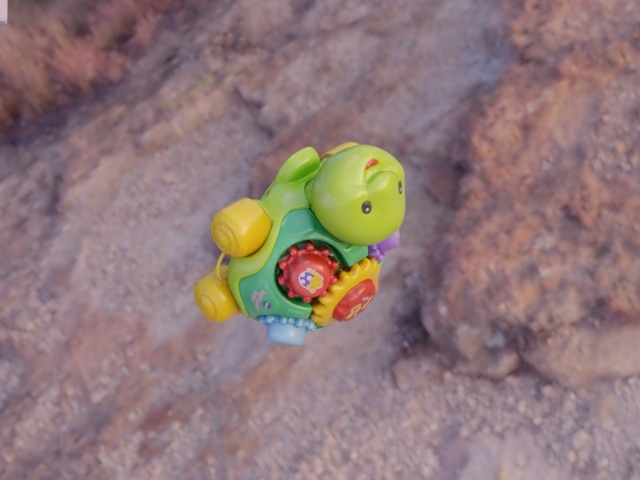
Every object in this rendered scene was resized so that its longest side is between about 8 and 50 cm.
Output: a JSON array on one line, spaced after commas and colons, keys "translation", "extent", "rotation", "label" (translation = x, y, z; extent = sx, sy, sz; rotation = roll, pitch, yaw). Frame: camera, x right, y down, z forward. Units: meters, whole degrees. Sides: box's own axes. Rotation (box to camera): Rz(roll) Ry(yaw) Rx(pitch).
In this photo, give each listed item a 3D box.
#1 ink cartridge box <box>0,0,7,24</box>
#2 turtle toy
[{"translation": [-0.315, -0.223, 0.978], "extent": [0.231, 0.134, 0.078], "rotation": [14, 18, 37], "label": "ink cartridge box"}, {"translation": [0.000, 0.000, 0.667], "extent": [0.095, 0.130, 0.066], "rotation": [-31, 66, -35], "label": "turtle toy"}]
